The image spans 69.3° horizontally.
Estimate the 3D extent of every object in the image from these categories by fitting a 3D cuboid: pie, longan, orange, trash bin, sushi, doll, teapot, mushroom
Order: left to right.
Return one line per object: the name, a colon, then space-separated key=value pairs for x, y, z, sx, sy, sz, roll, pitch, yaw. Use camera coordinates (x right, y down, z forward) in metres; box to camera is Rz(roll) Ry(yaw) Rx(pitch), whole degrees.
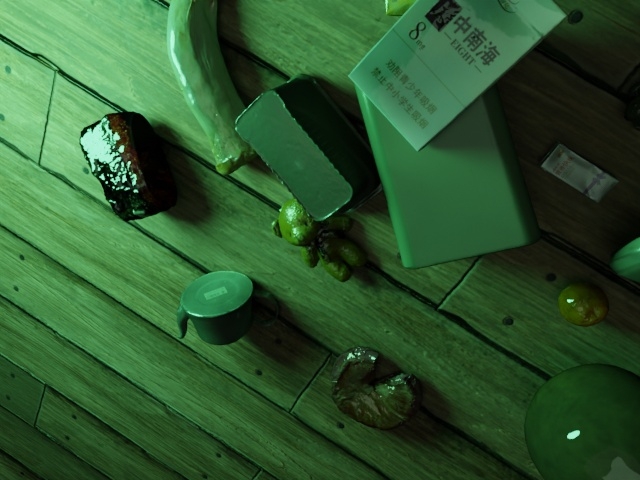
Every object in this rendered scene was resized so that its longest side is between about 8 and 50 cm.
sushi: x=-0.408 y=-0.156 z=0.990 sx=0.127 sy=0.136 sz=0.224 roll=-14 pitch=103 yaw=15
mushroom: x=-0.208 y=-0.301 z=0.887 sx=0.123 sy=0.095 sz=0.350 roll=-14 pitch=109 yaw=3
teapot: x=-0.216 y=0.174 z=1.070 sx=0.240 sy=0.162 sz=0.148 roll=-10 pitch=121 yaw=-9
doll: x=0.000 y=0.000 z=0.945 sx=0.210 sy=0.097 sz=0.137 roll=39 pitch=113 yaw=-7
pie: x=0.125 y=0.349 z=1.075 sx=0.219 sy=0.054 sz=0.204 roll=20 pitch=117 yaw=10
trash bin: x=0.205 y=-0.151 z=0.776 sx=0.223 sy=0.158 sz=0.343 roll=-15 pitch=101 yaw=22
orange: x=0.478 y=0.116 z=0.845 sx=0.084 sy=0.070 sz=0.083 roll=1 pitch=114 yaw=1
longan: x=0.527 y=0.366 z=0.817 sx=0.298 sy=0.297 sz=0.296 roll=7 pitch=114 yaw=16

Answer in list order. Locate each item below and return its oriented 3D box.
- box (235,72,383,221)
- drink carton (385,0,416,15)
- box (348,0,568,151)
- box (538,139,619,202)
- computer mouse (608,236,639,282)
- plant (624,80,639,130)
box: x=-0.013 y=-0.156 z=0.832 sx=0.138 sy=0.178 sz=0.274 roll=-38 pitch=96 yaw=29
drink carton: x=0.201 y=-0.398 z=0.711 sx=0.200 sy=0.074 sz=0.084 roll=0 pitch=113 yaw=17
box: x=0.178 y=-0.260 z=0.630 sx=0.243 sy=0.067 sz=0.155 roll=-41 pitch=92 yaw=25
box: x=0.432 y=-0.116 z=0.778 sx=0.117 sy=0.036 sz=0.050 roll=32 pitch=118 yaw=4
computer mouse: x=0.625 y=0.033 z=0.695 sx=0.332 sy=0.197 sz=0.094 roll=0 pitch=83 yaw=19
plant: x=0.511 y=-0.243 z=0.677 sx=0.085 sy=0.087 sz=0.174 roll=11 pitch=123 yaw=-14
